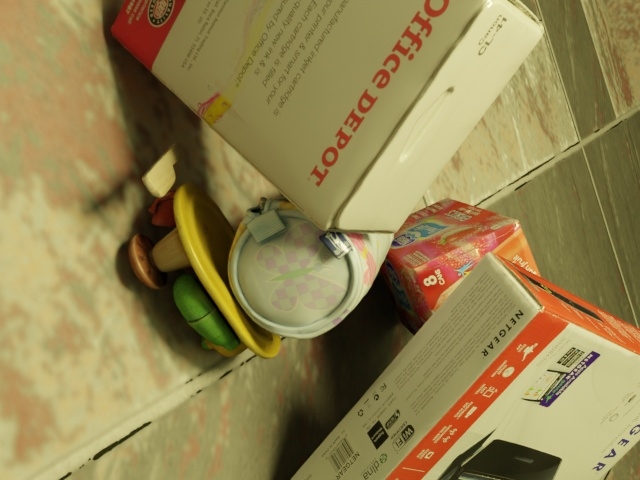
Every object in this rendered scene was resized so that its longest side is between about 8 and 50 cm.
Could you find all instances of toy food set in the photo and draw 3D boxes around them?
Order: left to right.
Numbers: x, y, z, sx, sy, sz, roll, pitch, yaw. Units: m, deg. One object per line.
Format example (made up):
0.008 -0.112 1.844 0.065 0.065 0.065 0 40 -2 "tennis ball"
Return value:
-0.116 0.024 0.786 0.218 0.071 0.128 60 13 -24 "toy food set"

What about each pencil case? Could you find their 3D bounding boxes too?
0.000 0.000 0.845 0.124 0.113 0.273 48 17 0 "pencil case"

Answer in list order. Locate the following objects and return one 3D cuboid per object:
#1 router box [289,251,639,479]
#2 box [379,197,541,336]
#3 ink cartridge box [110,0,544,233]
0.163 0.198 0.858 0.301 0.335 0.082 23 22 -41 "router box"
0.147 0.042 0.981 0.257 0.123 0.128 -133 -160 -79 "box"
-0.006 -0.181 0.749 0.306 0.226 0.131 43 20 23 "ink cartridge box"
